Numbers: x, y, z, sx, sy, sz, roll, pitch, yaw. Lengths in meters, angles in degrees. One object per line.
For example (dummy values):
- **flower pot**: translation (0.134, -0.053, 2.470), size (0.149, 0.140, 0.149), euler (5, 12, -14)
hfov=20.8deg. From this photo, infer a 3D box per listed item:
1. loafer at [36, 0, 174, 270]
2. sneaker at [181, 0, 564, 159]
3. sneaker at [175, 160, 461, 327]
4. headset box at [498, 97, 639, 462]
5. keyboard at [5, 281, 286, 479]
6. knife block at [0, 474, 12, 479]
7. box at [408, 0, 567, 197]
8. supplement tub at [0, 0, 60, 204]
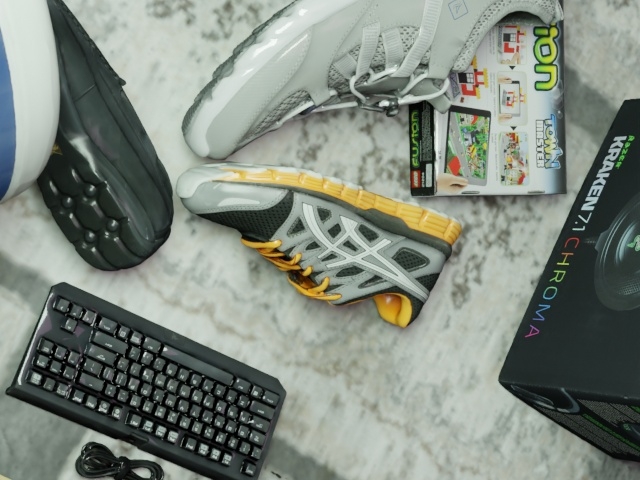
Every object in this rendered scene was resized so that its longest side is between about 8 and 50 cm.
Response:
- **loafer**: translation (-0.158, -0.087, 1.066), size (0.223, 0.076, 0.078), euler (62, 28, -16)
- **sneaker**: translation (0.041, -0.123, 1.126), size (0.281, 0.105, 0.115), euler (-33, 97, -11)
- **sneaker**: translation (0.000, 0.000, 1.140), size (0.215, 0.084, 0.083), euler (16, 89, -31)
- **headset box**: translation (0.292, 0.029, 1.186), size (0.131, 0.283, 0.246), euler (32, 76, -25)
- **keyboard**: translation (-0.111, 0.108, 1.115), size (0.180, 0.023, 0.108), euler (27, 78, -25)
- **knife block**: translation (-0.111, 0.245, 1.093), size (0.276, 0.242, 0.088), euler (21, 74, 19)
- **box**: translation (0.118, -0.134, 1.231), size (0.114, 0.036, 0.207), euler (-1, 90, -29)
- **supplement tub**: translation (-0.318, -0.085, 0.885), size (0.316, 0.228, 0.228), euler (-21, 100, -27)
